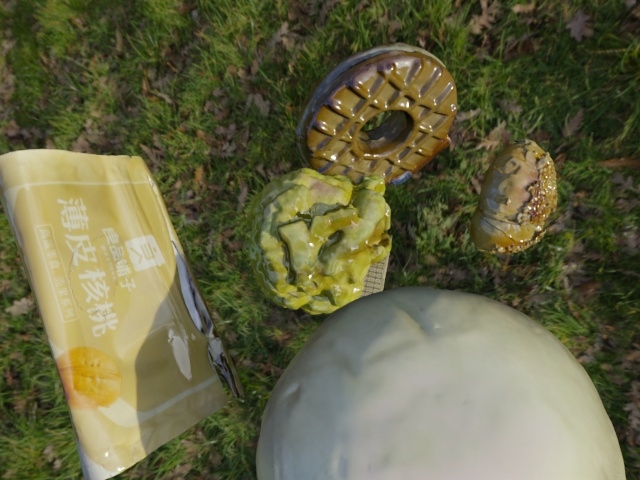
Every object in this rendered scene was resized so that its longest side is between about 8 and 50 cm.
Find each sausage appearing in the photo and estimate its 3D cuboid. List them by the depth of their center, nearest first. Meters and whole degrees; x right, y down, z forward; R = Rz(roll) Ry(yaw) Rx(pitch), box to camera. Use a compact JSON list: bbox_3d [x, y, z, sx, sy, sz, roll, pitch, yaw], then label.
[{"bbox_3d":[0.284,-0.245,1.619,0.234,0.071,0.071,-40,77,1],"label":"sausage"}]

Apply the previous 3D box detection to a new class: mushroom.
[{"bbox_3d":[0.073,0.203,0.494,0.356,0.315,0.315,-37,76,22],"label":"mushroom"}]

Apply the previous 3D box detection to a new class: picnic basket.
[{"bbox_3d":[0.149,0.116,1.980,0.175,0.228,0.313,11,81,5],"label":"picnic basket"}]

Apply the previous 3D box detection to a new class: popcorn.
[{"bbox_3d":[0.000,0.000,0.833,0.259,0.212,0.259,1,109,4],"label":"popcorn"}]

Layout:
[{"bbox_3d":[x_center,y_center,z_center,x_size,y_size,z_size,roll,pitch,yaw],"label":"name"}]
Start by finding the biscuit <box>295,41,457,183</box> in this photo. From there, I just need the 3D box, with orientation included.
[{"bbox_3d":[0.115,-0.236,1.060,0.332,0.332,0.103,-25,55,3],"label":"biscuit"}]

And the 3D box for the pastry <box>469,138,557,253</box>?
[{"bbox_3d":[0.535,-0.104,1.442,0.184,0.284,0.316,25,121,25],"label":"pastry"}]

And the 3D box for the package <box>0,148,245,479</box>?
[{"bbox_3d":[-0.207,0.062,0.593,0.165,0.221,0.311,-18,86,-13],"label":"package"}]
